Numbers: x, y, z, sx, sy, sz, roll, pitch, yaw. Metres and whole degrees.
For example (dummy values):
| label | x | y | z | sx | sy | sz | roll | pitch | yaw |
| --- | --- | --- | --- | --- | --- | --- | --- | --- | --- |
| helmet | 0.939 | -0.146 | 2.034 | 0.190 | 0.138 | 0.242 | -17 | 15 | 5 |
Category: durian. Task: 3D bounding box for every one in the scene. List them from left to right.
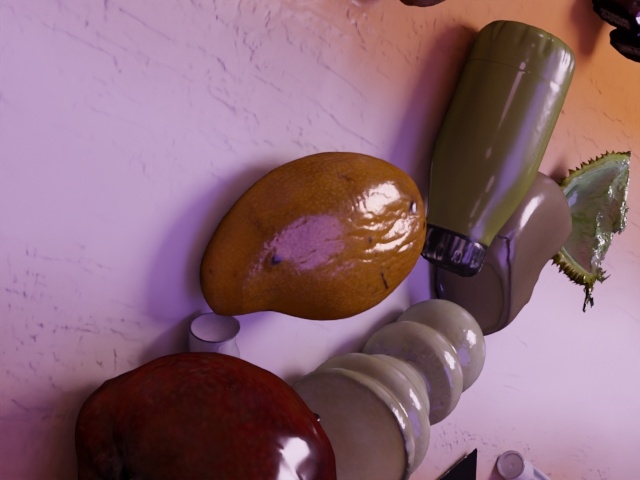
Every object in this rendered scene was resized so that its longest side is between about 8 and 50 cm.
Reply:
| label | x | y | z | sx | sy | sz | roll | pitch | yaw |
| --- | --- | --- | --- | --- | --- | --- | --- | --- | --- |
| durian | 0.322 | -0.017 | 1.739 | 0.086 | 0.100 | 0.215 | 33 | 70 | -54 |

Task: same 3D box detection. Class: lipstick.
| label | x | y | z | sx | sy | sz | roll | pitch | yaw |
| --- | --- | --- | --- | --- | --- | --- | --- | --- | --- |
| lipstick | 0.278 | 0.319 | 1.899 | 0.040 | 0.040 | 0.141 | -65 | 148 | -11 |

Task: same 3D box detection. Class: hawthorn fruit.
| label | x | y | z | sx | sy | sz | roll | pitch | yaw |
| --- | --- | --- | --- | --- | --- | --- | --- | --- | --- |
| hawthorn fruit | -0.074 | 0.184 | 1.135 | 0.248 | 0.208 | 0.208 | -10 | 114 | -47 |

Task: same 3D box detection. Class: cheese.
| label | x | y | z | sx | sy | sz | roll | pitch | yaw |
| --- | --- | --- | --- | --- | --- | --- | --- | --- | --- |
| cheese | 0.214 | 0.000 | 1.592 | 0.202 | 0.091 | 0.175 | -39 | 137 | -41 |

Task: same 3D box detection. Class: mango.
| label | x | y | z | sx | sy | sz | roll | pitch | yaw |
| --- | --- | --- | --- | --- | --- | --- | --- | --- | --- |
| mango | 0.005 | 0.002 | 1.255 | 0.262 | 0.109 | 0.157 | -21 | 126 | -49 |

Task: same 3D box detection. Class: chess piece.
| label | x | y | z | sx | sy | sz | roll | pitch | yaw |
| --- | --- | --- | --- | --- | --- | --- | --- | --- | --- |
| chess piece | 0.085 | 0.147 | 1.439 | 0.251 | 0.144 | 0.144 | -35 | 133 | -52 |

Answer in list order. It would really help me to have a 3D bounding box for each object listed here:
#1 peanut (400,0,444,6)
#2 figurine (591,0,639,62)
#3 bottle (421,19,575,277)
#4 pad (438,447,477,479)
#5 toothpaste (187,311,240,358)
| label | x | y | z | sx | sy | sz | roll | pitch | yaw |
| --- | --- | --- | --- | --- | --- | --- | --- | --- | --- |
| peanut | 0.110 | -0.290 | 1.308 | 0.076 | 0.076 | 0.152 | 14 | 96 | -58 |
| figurine | 0.472 | -0.390 | 1.758 | 0.365 | 0.206 | 0.218 | -42 | 119 | -2 |
| bottle | 0.175 | -0.092 | 1.465 | 0.112 | 0.112 | 0.260 | 30 | 80 | -58 |
| pad | 0.116 | 0.376 | 1.711 | 0.265 | 0.009 | 0.159 | -32 | 131 | -44 |
| toothpaste | -0.093 | 0.152 | 1.248 | 0.071 | 0.045 | 0.193 | -34 | 138 | -44 |
